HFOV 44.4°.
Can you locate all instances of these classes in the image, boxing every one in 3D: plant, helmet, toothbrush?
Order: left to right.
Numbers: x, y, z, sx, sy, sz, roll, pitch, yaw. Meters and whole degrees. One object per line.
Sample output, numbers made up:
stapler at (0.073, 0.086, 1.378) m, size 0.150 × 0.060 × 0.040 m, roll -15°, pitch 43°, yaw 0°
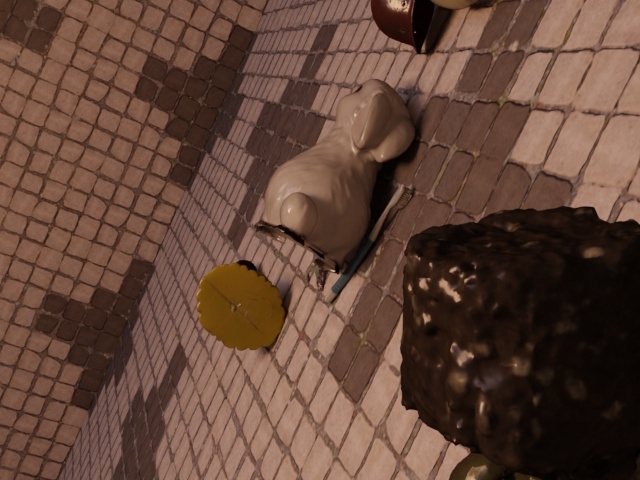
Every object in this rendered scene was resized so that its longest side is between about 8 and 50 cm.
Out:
toothbrush at (0.080, 0.013, 1.352) m, size 0.276 × 0.025 × 0.019 m, roll -57°, pitch 17°, yaw 30°
helmet at (0.145, -0.430, 1.439) m, size 0.155 × 0.106 × 0.175 m, roll 0°, pitch -85°, yaw -72°
plant at (0.191, 0.136, 0.702) m, size 0.215 × 0.213 × 0.313 m, roll -158°, pitch 54°, yaw -70°

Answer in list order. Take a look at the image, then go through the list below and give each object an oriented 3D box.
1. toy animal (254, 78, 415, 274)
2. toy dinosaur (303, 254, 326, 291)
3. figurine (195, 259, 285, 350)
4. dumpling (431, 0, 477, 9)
toy animal at (0.040, -0.132, 1.378) m, size 0.357 × 0.193 × 0.258 m, roll -60°, pitch 7°, yaw -8°
toy dinosaur at (0.002, 0.000, 1.519) m, size 0.082 × 0.039 × 0.209 m, roll -39°, pitch 45°, yaw 46°
figurine at (-0.192, 0.127, 1.723) m, size 0.315 × 0.187 × 0.168 m, roll -165°, pitch 93°, yaw -78°
dumpling at (0.239, -0.465, 1.301) m, size 0.250 × 0.132 × 0.162 m, roll -81°, pitch 10°, yaw -74°
